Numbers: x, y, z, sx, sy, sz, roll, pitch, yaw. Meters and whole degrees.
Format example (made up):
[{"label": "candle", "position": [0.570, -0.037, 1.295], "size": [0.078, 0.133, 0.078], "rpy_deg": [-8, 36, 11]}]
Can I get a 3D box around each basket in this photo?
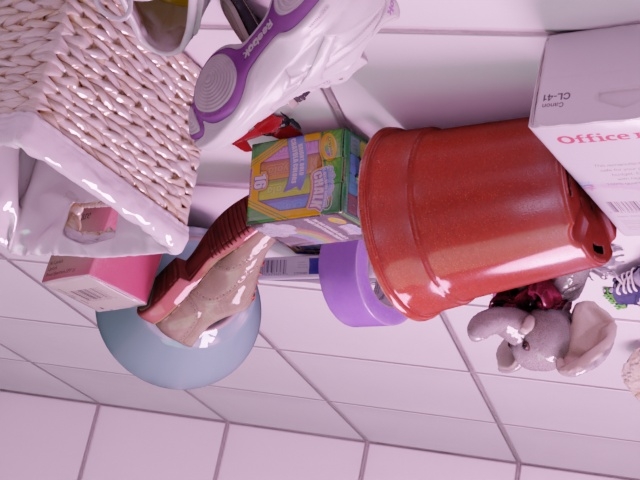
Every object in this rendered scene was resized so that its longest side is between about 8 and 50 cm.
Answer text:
[{"label": "basket", "position": [-0.363, -0.157, 1.501], "size": [0.328, 0.267, 0.331], "rpy_deg": [-1, 157, 32]}]

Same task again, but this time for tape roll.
[{"label": "tape roll", "position": [0.085, 0.049, 1.912], "size": [0.080, 0.189, 0.189], "rpy_deg": [-7, 153, 40]}]

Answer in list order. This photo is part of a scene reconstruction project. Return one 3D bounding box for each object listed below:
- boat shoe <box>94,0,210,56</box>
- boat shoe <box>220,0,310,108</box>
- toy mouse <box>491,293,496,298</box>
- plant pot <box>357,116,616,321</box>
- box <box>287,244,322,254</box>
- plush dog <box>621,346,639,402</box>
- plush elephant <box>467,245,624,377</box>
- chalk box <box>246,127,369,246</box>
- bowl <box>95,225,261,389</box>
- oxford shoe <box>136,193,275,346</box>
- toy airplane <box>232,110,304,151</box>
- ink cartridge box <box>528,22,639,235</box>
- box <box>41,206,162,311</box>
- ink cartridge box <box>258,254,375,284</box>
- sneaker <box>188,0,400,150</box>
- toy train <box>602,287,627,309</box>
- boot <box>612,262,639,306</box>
[{"label": "boat shoe", "position": [-0.179, -0.297, 1.178], "size": [0.135, 0.157, 0.367], "rpy_deg": [11, 160, 0]}, {"label": "boat shoe", "position": [-0.058, -0.245, 1.424], "size": [0.065, 0.075, 0.206], "rpy_deg": [-35, 143, 2]}, {"label": "toy mouse", "position": [0.378, 0.122, 2.170], "size": [0.161, 0.031, 0.143], "rpy_deg": [24, 157, -30]}, {"label": "plant pot", "position": [0.230, -0.046, 1.511], "size": [0.265, 0.273, 0.272], "rpy_deg": [-12, 150, 31]}, {"label": "box", "position": [0.000, 0.000, 2.063], "size": [0.136, 0.028, 0.081], "rpy_deg": [2, 159, 28]}, {"label": "plush dog", "position": [0.754, 0.294, 2.240], "size": [0.262, 0.211, 0.225], "rpy_deg": [23, 131, -33]}, {"label": "plush elephant", "position": [0.319, 0.085, 1.778], "size": [0.330, 0.256, 0.272], "rpy_deg": [20, 158, -22]}, {"label": "chalk box", "position": [0.017, -0.077, 1.667], "size": [0.213, 0.132, 0.132], "rpy_deg": [-7, 161, 30]}, {"label": "bowl", "position": [-0.237, 0.099, 2.052], "size": [0.311, 0.312, 0.163], "rpy_deg": [17, 158, -13]}, {"label": "oxford shoe", "position": [-0.139, 0.037, 1.891], "size": [0.348, 0.123, 0.130], "rpy_deg": [-39, 114, 15]}, {"label": "toy airplane", "position": [-0.093, -0.161, 1.681], "size": [0.151, 0.028, 0.151], "rpy_deg": [9, 161, 3]}, {"label": "ink cartridge box", "position": [0.414, -0.124, 1.348], "size": [0.226, 0.131, 0.306], "rpy_deg": [-2, 154, 35]}, {"label": "box", "position": [-0.344, -0.013, 1.917], "size": [0.148, 0.232, 0.126], "rpy_deg": [-11, 147, 45]}, {"label": "ink cartridge box", "position": [0.035, 0.055, 2.125], "size": [0.223, 0.045, 0.224], "rpy_deg": [-3, 173, 39]}, {"label": "sneaker", "position": [-0.033, -0.194, 1.326], "size": [0.152, 0.114, 0.305], "rpy_deg": [18, 134, -40]}, {"label": "toy train", "position": [0.528, 0.104, 2.060], "size": [0.023, 0.017, 0.083], "rpy_deg": [-13, 150, 30]}, {"label": "boot", "position": [0.522, 0.074, 1.903], "size": [0.086, 0.069, 0.190], "rpy_deg": [0, 159, 21]}]
